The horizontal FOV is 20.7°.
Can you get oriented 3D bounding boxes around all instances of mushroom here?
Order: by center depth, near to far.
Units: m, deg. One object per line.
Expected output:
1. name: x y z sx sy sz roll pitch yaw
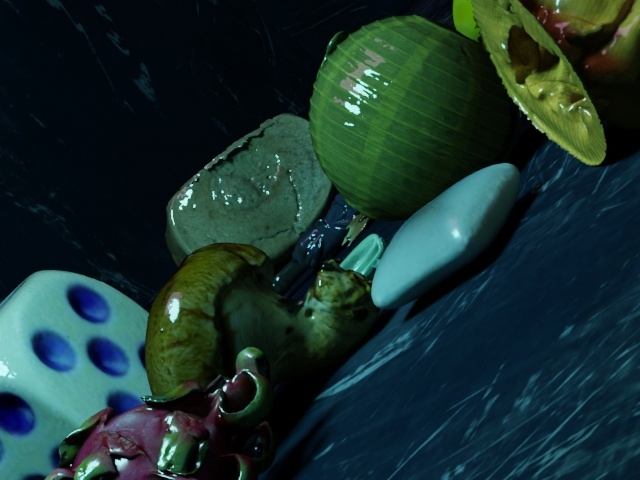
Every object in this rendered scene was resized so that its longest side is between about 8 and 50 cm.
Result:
1. mushroom: -0.088 0.130 1.962 0.254 0.267 0.267 13 54 41

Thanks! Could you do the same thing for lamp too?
1. lamp: 0.097 -0.116 2.021 0.250 0.250 0.284 -107 41 -81

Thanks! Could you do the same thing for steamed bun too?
1. steamed bun: -0.090 -0.042 2.768 0.301 0.199 0.251 -41 -11 -14

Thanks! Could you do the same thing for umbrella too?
1. umbrella: 0.000 -0.004 2.512 0.248 0.071 0.071 -42 10 25

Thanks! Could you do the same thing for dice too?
1. dice: -0.369 0.236 2.428 0.277 0.304 0.304 -43 10 28

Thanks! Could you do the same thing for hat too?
1. hat: 0.299 -0.224 1.710 0.233 0.233 0.244 -33 -16 -5

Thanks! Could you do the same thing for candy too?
1. candy: 0.129 -0.005 1.835 0.174 0.071 0.138 -37 12 49

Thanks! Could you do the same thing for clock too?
1. clock: 0.052 0.041 2.124 0.101 0.041 0.135 -47 9 -4

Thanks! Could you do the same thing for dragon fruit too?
1. dragon fruit: -0.142 0.241 1.742 0.273 0.198 0.218 -24 -7 -9

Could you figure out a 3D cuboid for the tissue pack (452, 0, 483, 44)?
1. tissue pack: 0.251 -0.272 2.115 0.127 0.178 0.123 -70 15 -14
